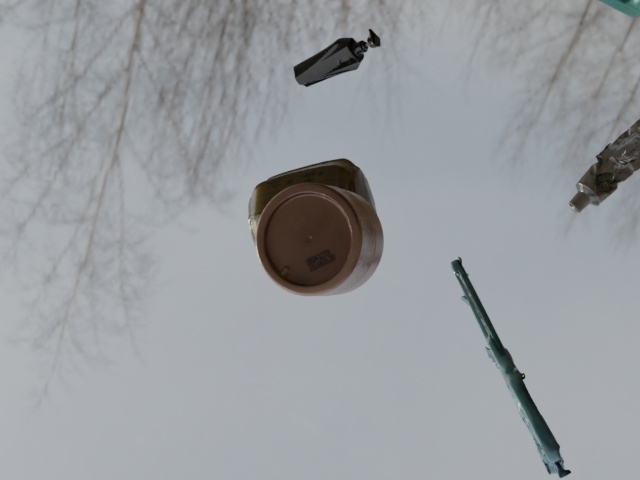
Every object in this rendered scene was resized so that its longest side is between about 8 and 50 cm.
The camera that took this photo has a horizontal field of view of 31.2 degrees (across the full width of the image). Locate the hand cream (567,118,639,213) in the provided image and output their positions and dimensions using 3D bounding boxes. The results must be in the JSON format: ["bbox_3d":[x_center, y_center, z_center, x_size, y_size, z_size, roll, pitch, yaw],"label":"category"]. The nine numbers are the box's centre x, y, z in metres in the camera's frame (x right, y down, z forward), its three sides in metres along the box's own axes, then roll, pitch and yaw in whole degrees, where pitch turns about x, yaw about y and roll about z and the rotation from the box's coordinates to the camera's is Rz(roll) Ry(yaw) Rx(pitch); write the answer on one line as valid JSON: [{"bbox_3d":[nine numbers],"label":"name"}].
[{"bbox_3d":[0.512,-0.137,1.905,0.084,0.257,0.050,45,-177,-19],"label":"hand cream"}]

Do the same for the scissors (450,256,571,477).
[{"bbox_3d":[0.268,0.178,1.685,0.032,0.180,0.393,-25,-125,3],"label":"scissors"}]

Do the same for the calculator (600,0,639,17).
[{"bbox_3d":[0.321,-0.375,1.308,0.274,0.248,0.058,24,-114,-9],"label":"calculator"}]

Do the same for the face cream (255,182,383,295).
[{"bbox_3d":[0.000,0.000,1.527,0.149,0.149,0.104,28,-172,19],"label":"face cream"}]

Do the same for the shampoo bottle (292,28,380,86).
[{"bbox_3d":[0.022,-0.242,1.534,0.048,0.137,0.027,52,-139,-22],"label":"shampoo bottle"}]

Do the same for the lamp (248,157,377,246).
[{"bbox_3d":[-0.013,-0.042,1.799,0.185,0.161,0.161,-14,-160,17],"label":"lamp"}]
